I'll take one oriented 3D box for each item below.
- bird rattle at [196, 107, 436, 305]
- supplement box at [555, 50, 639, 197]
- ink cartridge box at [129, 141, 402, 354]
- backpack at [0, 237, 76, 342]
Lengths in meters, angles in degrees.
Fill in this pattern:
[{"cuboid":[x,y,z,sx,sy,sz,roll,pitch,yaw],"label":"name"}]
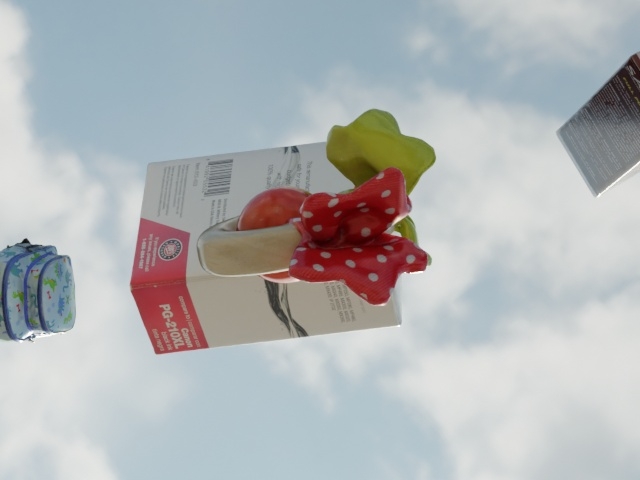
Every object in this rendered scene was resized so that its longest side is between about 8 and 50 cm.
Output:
[{"cuboid":[0.000,0.000,1.591,0.207,0.253,0.143,-12,-73,19],"label":"bird rattle"},{"cuboid":[0.288,-0.117,1.590,0.073,0.130,0.239,60,-11,7],"label":"supplement box"},{"cuboid":[-0.044,0.002,1.813,0.237,0.172,0.100,-7,-46,9],"label":"ink cartridge box"},{"cuboid":[-0.311,0.056,2.050,0.084,0.114,0.105,2,-82,24],"label":"backpack"}]
